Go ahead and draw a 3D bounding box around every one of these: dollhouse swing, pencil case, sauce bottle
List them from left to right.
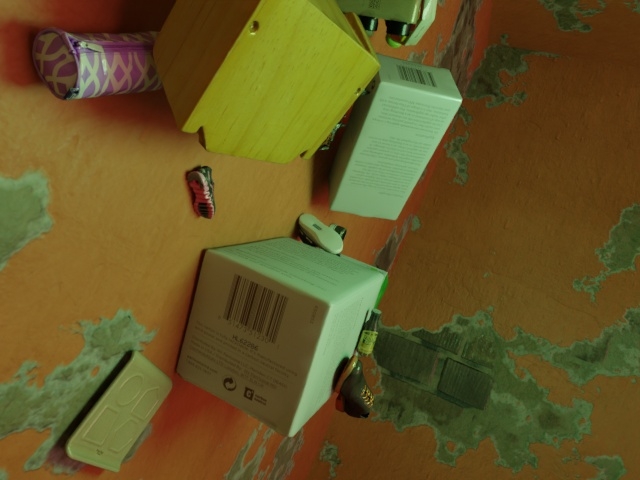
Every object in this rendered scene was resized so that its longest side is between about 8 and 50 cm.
[{"bbox_3d":[-0.269,-0.242,0.590,0.088,0.086,0.206,-35,-176,34],"label":"pencil case"},{"bbox_3d":[-0.115,-0.350,0.711,0.315,0.305,0.347,-49,163,22],"label":"dollhouse swing"},{"bbox_3d":[0.129,0.241,1.159,0.042,0.042,0.128,-22,128,-63],"label":"sauce bottle"}]

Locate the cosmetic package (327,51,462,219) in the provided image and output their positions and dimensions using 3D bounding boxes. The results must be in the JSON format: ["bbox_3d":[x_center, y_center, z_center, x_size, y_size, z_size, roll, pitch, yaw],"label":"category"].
[{"bbox_3d":[0.188,-0.277,1.283,0.453,0.230,0.161,112,-19,-46],"label":"cosmetic package"}]

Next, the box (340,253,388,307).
[{"bbox_3d":[0.109,0.212,1.739,0.262,0.231,0.126,-61,158,-23],"label":"box"}]

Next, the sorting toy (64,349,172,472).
[{"bbox_3d":[-0.399,0.344,0.893,0.193,0.038,0.208,79,33,-54],"label":"sorting toy"}]

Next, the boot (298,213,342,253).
[{"bbox_3d":[0.000,0.000,1.349,0.069,0.190,0.086,-23,138,-26],"label":"boot"}]

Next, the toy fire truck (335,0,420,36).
[{"bbox_3d":[0.147,-0.594,1.150,0.246,0.217,0.158,-64,164,-58],"label":"toy fire truck"}]

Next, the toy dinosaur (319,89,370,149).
[{"bbox_3d":[-0.006,-0.325,1.102,0.218,0.164,0.322,-55,-178,6],"label":"toy dinosaur"}]

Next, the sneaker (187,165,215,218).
[{"bbox_3d":[-0.229,-0.098,0.894,0.057,0.047,0.119,-65,163,-46],"label":"sneaker"}]

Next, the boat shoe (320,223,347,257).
[{"bbox_3d":[0.036,0.049,1.633,0.078,0.070,0.219,12,98,-69],"label":"boat shoe"}]

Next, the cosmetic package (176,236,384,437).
[{"bbox_3d":[-0.081,0.203,1.124,0.394,0.329,0.327,-11,119,-65],"label":"cosmetic package"}]

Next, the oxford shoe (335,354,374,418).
[{"bbox_3d":[0.100,0.383,1.143,0.097,0.098,0.271,-54,156,-32],"label":"oxford shoe"}]

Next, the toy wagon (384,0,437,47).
[{"bbox_3d":[0.224,-0.724,1.220,0.267,0.068,0.344,142,-66,-71],"label":"toy wagon"}]
